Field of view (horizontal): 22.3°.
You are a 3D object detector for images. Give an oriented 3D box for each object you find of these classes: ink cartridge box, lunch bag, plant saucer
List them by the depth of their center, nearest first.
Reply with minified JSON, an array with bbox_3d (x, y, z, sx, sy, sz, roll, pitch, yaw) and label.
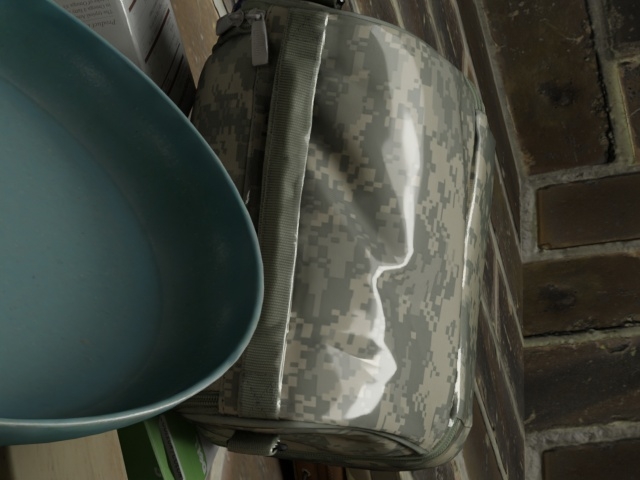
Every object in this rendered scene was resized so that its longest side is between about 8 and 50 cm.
[{"bbox_3d":[-0.168,-0.035,0.584,0.044,0.317,0.317,-57,-175,27],"label":"plant saucer"},{"bbox_3d":[0.000,0.000,1.114,0.256,0.212,0.305,44,52,-75],"label":"lunch bag"},{"bbox_3d":[-0.118,0.118,1.213,0.209,0.062,0.109,-70,149,-61],"label":"ink cartridge box"}]

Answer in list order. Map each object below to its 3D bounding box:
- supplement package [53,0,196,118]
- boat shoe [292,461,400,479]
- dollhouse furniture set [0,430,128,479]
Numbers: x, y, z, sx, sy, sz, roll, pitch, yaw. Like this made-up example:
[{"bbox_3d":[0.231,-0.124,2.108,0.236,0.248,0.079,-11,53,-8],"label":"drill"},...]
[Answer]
[{"bbox_3d":[-0.161,-0.146,1.085,0.105,0.105,0.179,-79,158,-58],"label":"supplement package"},{"bbox_3d":[-0.002,0.150,1.595,0.111,0.104,0.307,-38,122,-64],"label":"boat shoe"},{"bbox_3d":[-0.259,0.062,0.589,0.303,0.198,0.286,18,30,-29],"label":"dollhouse furniture set"}]
